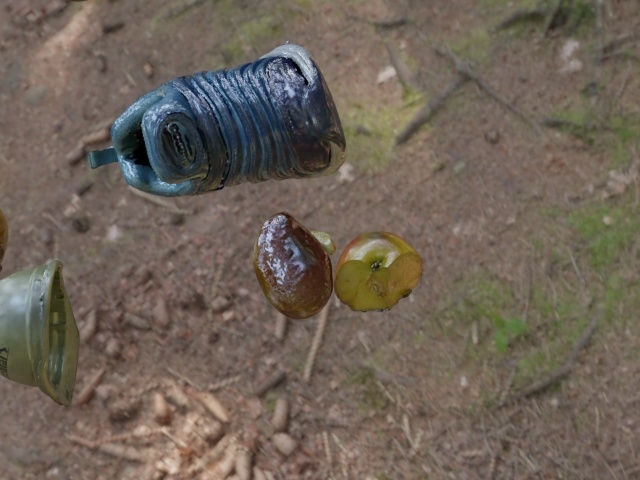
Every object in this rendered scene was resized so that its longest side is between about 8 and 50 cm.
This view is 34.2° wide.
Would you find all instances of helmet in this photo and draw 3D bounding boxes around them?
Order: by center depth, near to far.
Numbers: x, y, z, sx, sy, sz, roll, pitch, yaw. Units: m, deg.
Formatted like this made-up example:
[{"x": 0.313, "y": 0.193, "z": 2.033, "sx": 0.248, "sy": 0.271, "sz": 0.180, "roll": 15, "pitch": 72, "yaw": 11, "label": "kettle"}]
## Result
[{"x": -0.466, "y": 0.145, "z": 1.621, "sx": 0.137, "sy": 0.257, "sz": 0.204, "roll": -1, "pitch": 46, "yaw": -3, "label": "helmet"}]

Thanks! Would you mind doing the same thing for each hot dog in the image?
[{"x": 0.000, "y": 0.000, "z": 1.917, "sx": 0.034, "sy": 0.030, "sz": 0.090, "roll": -43, "pitch": 36, "yaw": -24, "label": "hot dog"}]

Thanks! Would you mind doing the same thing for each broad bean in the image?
[{"x": -0.042, "y": 0.041, "z": 1.575, "sx": 0.114, "sy": 0.084, "sz": 0.165, "roll": -32, "pitch": 70, "yaw": 0, "label": "broad bean"}]

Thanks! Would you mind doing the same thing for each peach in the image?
[{"x": 0.094, "y": 0.041, "z": 1.661, "sx": 0.151, "sy": 0.151, "sz": 0.118, "roll": -19, "pitch": 40, "yaw": 15, "label": "peach"}]

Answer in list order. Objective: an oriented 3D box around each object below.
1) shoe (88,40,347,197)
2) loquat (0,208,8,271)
[{"x": -0.068, "y": -0.069, "z": 0.691, "sx": 0.207, "sy": 0.091, "sz": 0.106, "roll": -5, "pitch": 19, "yaw": 46, "label": "shoe"}, {"x": -0.445, "y": -0.003, "z": 1.225, "sx": 0.163, "sy": 0.163, "sz": 0.137, "roll": 16, "pitch": 87, "yaw": 36, "label": "loquat"}]
